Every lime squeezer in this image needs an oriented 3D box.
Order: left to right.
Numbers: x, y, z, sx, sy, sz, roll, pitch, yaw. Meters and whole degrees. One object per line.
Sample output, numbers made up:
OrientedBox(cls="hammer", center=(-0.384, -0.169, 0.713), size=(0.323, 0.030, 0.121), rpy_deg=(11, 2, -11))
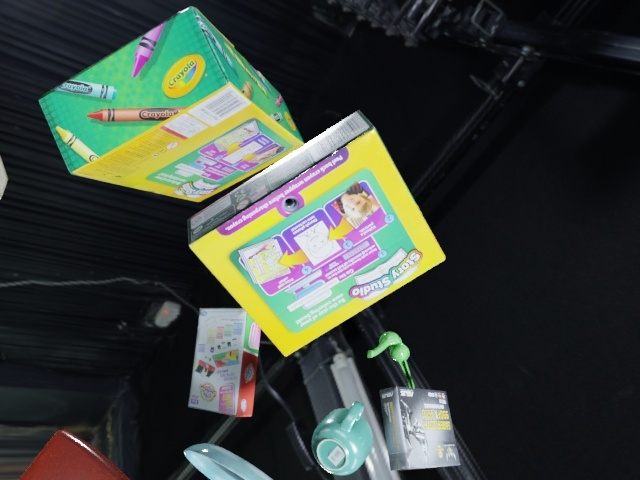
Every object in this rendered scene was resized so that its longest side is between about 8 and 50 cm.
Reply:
OrientedBox(cls="lime squeezer", center=(0.202, 0.308, 1.485), size=(0.058, 0.310, 0.110), rpy_deg=(-23, -130, 17))

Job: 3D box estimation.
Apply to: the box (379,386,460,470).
OrientedBox(cls="box", center=(0.243, 0.456, 1.359), size=(0.056, 0.231, 0.183), rpy_deg=(-26, -122, 35))

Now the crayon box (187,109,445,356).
OrientedBox(cls="crayon box", center=(0.000, 0.000, 1.019), size=(0.362, 0.313, 0.106), rpy_deg=(-32, -147, 5))

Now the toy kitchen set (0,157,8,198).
OrientedBox(cls="toy kitchen set", center=(-0.321, -0.061, 0.464), size=(0.068, 0.083, 0.075), rpy_deg=(-108, -163, -48))

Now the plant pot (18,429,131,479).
OrientedBox(cls="plant pot", center=(-0.392, 0.527, 0.963), size=(0.235, 0.267, 0.267), rpy_deg=(-6, -142, 39))

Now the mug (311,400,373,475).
OrientedBox(cls="mug", center=(0.042, 0.451, 1.273), size=(0.129, 0.097, 0.158), rpy_deg=(-8, -84, 26))

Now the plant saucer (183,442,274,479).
OrientedBox(cls="plant saucer", center=(-0.184, 0.575, 1.338), size=(0.317, 0.317, 0.044), rpy_deg=(-16, -147, 51))

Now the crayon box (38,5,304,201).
OrientedBox(cls="crayon box", center=(-0.134, -0.123, 0.608), size=(0.165, 0.278, 0.081), rpy_deg=(-26, -96, 10))

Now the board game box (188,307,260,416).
OrientedBox(cls="board game box", center=(-0.300, 0.372, 1.749), size=(0.242, 0.064, 0.317), rpy_deg=(-5, -105, 41))
